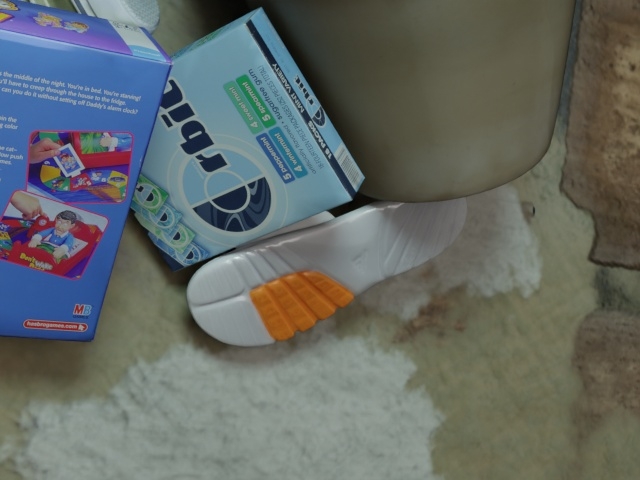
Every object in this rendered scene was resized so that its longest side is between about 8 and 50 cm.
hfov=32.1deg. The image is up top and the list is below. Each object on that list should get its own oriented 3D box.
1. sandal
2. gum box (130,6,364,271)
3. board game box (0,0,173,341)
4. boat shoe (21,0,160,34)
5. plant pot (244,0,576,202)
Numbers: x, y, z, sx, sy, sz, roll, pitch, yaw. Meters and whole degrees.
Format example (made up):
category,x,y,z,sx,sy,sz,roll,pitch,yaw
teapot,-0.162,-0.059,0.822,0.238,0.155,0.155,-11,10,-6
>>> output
category,x,y,z,sx,sy,sz,roll,pitch,yaw
sandal,0.002,0.009,0.981,0.265,0.076,0.102,-21,125,-17
gum box,-0.083,-0.073,0.875,0.157,0.184,0.041,57,31,-18
board game box,-0.300,-0.058,0.751,0.347,0.078,0.233,8,114,-30
boat shoe,-0.231,-0.269,0.829,0.094,0.109,0.302,-25,98,16
plant pot,0.078,-0.196,0.917,0.323,0.323,0.280,-28,122,-26
